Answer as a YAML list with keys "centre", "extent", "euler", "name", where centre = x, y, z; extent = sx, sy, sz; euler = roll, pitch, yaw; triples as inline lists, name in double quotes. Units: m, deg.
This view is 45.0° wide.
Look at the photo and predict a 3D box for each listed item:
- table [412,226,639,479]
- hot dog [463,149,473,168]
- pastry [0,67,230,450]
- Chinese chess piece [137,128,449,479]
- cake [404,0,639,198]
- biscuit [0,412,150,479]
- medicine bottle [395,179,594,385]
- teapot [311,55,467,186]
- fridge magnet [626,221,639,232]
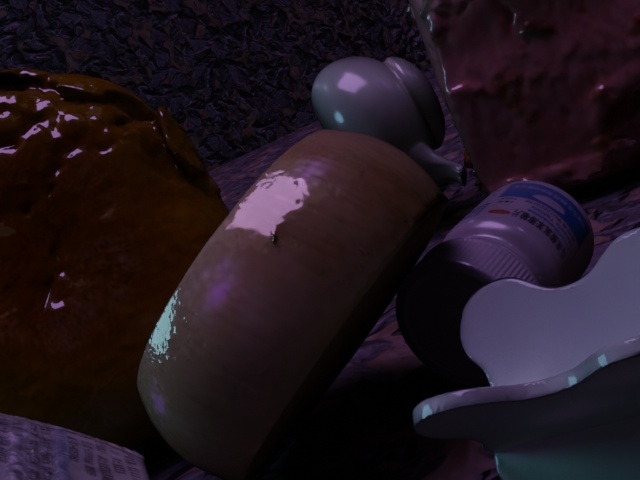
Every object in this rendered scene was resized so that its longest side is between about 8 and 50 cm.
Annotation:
- centre: [0.154, 0.066, 0.325]
  extent: [0.198, 0.167, 0.166]
  euler: [-24, 10, 29]
  name: "table"
- centre: [0.292, -0.146, 1.173]
  extent: [0.165, 0.045, 0.071]
  euler: [-17, 16, 25]
  name: "hot dog"
- centre: [-0.227, 0.022, 0.667]
  extent: [0.356, 0.356, 0.164]
  euler: [-26, -5, -17]
  name: "pastry"
- centre: [-0.017, 0.043, 0.530]
  extent: [0.251, 0.097, 0.251]
  euler: [-53, -10, -14]
  name: "Chinese chess piece"
- centre: [0.285, -0.226, 0.922]
  extent: [0.314, 0.307, 0.293]
  euler: [-20, 15, 12]
  name: "cake"
- centre: [-0.160, 0.167, 0.431]
  extent: [0.309, 0.186, 0.079]
  euler: [16, 84, 67]
  name: "biscuit"
- centre: [0.140, 0.026, 0.597]
  extent: [0.105, 0.105, 0.168]
  euler: [-12, 17, 39]
  name: "medicine bottle"
- centre: [0.091, -0.151, 1.065]
  extent: [0.149, 0.220, 0.318]
  euler: [-29, 3, 5]
  name: "teapot"
- centre: [0.264, 0.012, 0.535]
  extent: [0.143, 0.063, 0.143]
  euler: [-25, 12, 6]
  name: "fridge magnet"
